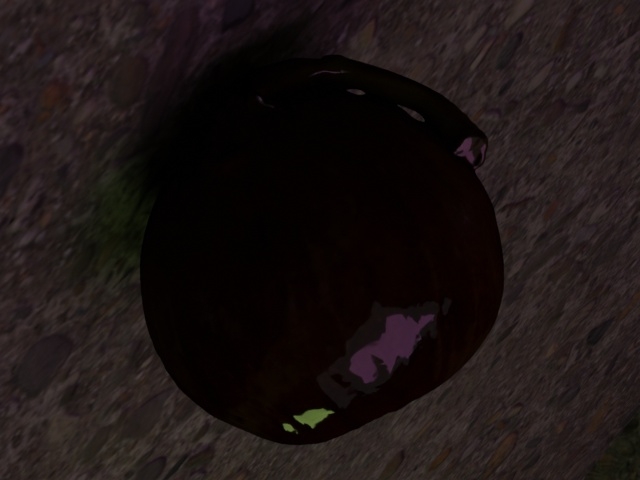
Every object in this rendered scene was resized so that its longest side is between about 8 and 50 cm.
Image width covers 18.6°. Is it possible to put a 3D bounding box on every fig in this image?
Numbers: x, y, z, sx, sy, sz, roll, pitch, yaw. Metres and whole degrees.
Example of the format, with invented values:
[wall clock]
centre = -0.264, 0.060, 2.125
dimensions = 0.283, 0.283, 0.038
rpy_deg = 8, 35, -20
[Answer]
[fig]
centre = -0.001, 0.001, 1.021
dimensions = 0.205, 0.205, 0.205
rpy_deg = -41, 158, -20
